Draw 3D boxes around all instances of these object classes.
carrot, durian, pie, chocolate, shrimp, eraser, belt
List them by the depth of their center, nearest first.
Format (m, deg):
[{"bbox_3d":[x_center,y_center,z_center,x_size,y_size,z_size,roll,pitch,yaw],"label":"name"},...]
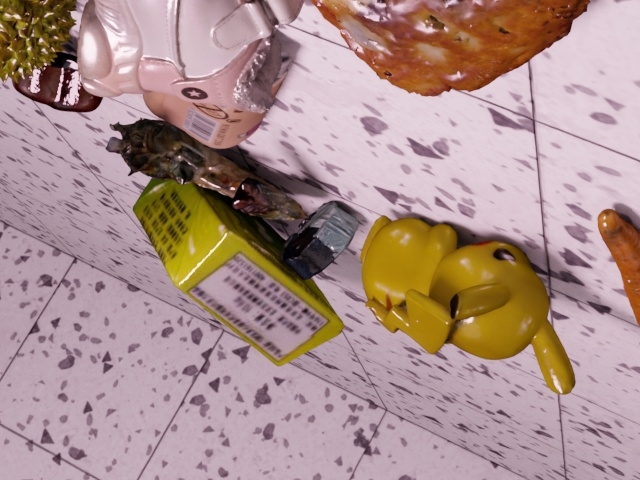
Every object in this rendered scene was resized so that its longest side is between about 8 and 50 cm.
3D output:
[{"bbox_3d":[0.075,-0.230,1.035,0.308,0.085,0.308,25,161,9],"label":"pie"},{"bbox_3d":[0.353,0.027,1.443,0.061,0.061,0.209,17,157,41],"label":"carrot"},{"bbox_3d":[-0.137,-0.200,1.552,0.171,0.087,0.290,29,167,-4],"label":"eraser"},{"bbox_3d":[-0.397,-0.294,1.563,0.200,0.176,0.237,0,152,3],"label":"durian"},{"bbox_3d":[-0.158,-0.091,1.776,0.272,0.085,0.445,28,-177,14],"label":"shrimp"},{"bbox_3d":[-0.382,-0.231,1.843,0.149,0.080,0.125,13,-172,-18],"label":"chocolate"},{"bbox_3d":[0.000,0.000,1.913,0.058,0.105,0.140,38,139,-15],"label":"belt"},{"bbox_3d":[-0.138,0.033,2.045,0.301,0.137,0.289,41,-173,-37],"label":"chocolate"}]

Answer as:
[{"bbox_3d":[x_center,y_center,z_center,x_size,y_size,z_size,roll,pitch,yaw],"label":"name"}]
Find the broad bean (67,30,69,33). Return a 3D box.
[{"bbox_3d":[-0.385,-0.300,1.774,0.083,0.045,0.063,46,172,-28],"label":"broad bean"}]

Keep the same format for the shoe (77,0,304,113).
[{"bbox_3d":[-0.105,-0.255,1.153,0.198,0.171,0.351,12,151,-5],"label":"shoe"}]

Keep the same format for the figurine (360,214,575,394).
[{"bbox_3d":[0.177,0.070,1.692,0.218,0.169,0.327,34,166,-37],"label":"figurine"}]
